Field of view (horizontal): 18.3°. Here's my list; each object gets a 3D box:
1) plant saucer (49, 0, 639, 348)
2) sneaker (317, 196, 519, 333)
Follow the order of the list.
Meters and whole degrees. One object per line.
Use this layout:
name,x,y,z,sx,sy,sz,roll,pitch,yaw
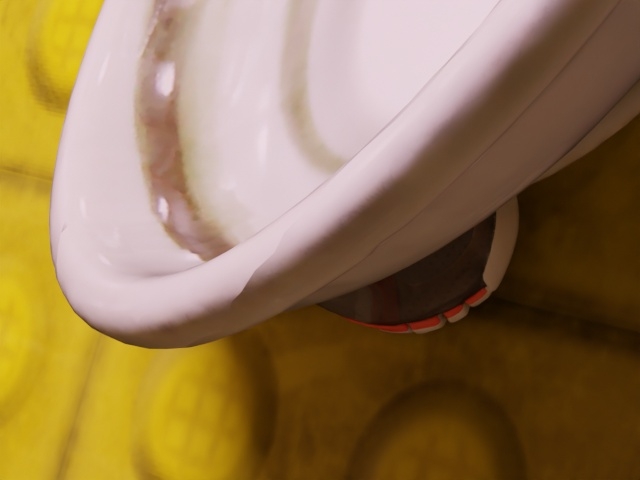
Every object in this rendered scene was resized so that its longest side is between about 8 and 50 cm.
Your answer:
plant saucer,0.059,-0.128,0.643,0.400,0.100,0.400,-46,27,31
sneaker,0.000,0.000,0.732,0.158,0.065,0.061,-7,72,43
